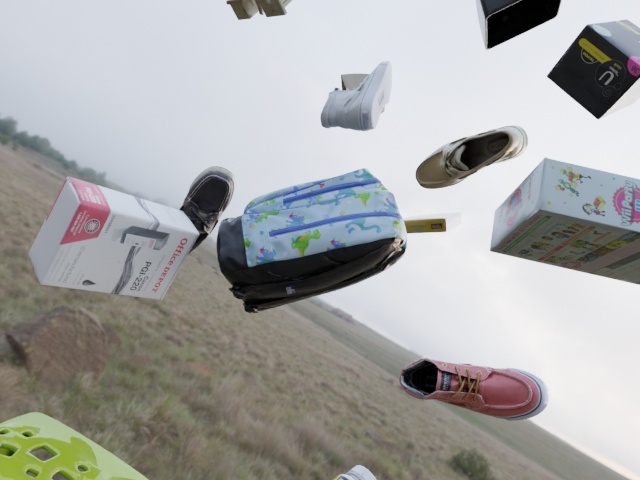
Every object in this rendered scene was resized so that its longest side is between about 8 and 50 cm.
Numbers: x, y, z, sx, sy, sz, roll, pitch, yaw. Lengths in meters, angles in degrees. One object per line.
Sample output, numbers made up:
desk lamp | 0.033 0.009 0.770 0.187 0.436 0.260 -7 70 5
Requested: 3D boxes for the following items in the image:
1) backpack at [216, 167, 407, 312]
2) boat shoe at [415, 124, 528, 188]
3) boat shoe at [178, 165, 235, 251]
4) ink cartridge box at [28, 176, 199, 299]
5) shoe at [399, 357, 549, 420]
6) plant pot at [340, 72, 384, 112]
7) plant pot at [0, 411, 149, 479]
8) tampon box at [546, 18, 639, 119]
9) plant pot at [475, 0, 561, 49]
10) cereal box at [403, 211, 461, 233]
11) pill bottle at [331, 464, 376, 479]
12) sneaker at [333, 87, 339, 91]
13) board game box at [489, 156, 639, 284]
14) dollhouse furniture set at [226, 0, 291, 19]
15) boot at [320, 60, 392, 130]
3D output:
backpack | 0.000 0.000 0.962 0.356 0.273 0.290 -4 -26 7
boat shoe | 0.351 -0.205 1.157 0.098 0.109 0.302 -12 -3 -45
boat shoe | -0.288 -0.053 1.096 0.103 0.285 0.092 27 38 -26
ink cartridge box | -0.346 0.006 0.798 0.218 0.158 0.092 17 20 -50
shoe | 0.186 0.187 0.590 0.081 0.063 0.178 19 -19 -33
plant pot | 0.118 -0.386 1.254 0.109 0.096 0.109 73 0 -65
plant pot | -0.350 0.347 0.496 0.228 0.227 0.207 24 -8 14
tampon box | 0.500 -0.297 0.795 0.120 0.161 0.101 51 -37 20
plant pot | 0.474 -0.626 1.154 0.187 0.188 0.166 6 65 -70
cereal box | 0.350 -0.057 1.513 0.173 0.047 0.240 -3 6 27
pill bottle | 0.046 0.664 1.155 0.209 0.119 0.119 -22 32 -39
sneaker | 0.052 -0.466 1.498 0.031 0.035 0.083 11 -2 -6
board game box | 0.476 -0.017 0.780 0.304 0.097 0.224 13 -17 4
dollhouse furniture set | -0.098 -0.566 0.977 0.161 0.182 0.101 17 -29 40
boot | 0.082 -0.328 1.036 0.124 0.258 0.095 5 -50 19
